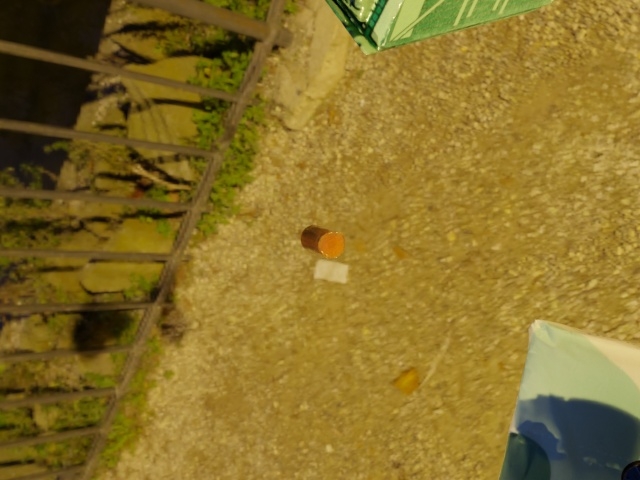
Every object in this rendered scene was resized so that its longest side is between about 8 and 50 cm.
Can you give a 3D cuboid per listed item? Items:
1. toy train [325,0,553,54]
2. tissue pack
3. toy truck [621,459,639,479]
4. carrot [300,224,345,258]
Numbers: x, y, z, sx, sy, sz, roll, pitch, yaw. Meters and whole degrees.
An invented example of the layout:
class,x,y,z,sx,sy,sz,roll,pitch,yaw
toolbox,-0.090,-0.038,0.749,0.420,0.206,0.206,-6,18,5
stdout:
class,x,y,z,sx,sy,sz,roll,pitch,yaw
toy train,0.121,-0.263,0.606,0.115,0.269,0.154,56,148,18
tissue pack,0.404,0.263,0.879,0.356,0.194,0.266,12,85,23
toy truck,0.321,0.263,0.636,0.125,0.101,0.242,25,97,10
carrot,0.000,0.000,1.533,0.225,0.067,0.067,-165,78,-78
